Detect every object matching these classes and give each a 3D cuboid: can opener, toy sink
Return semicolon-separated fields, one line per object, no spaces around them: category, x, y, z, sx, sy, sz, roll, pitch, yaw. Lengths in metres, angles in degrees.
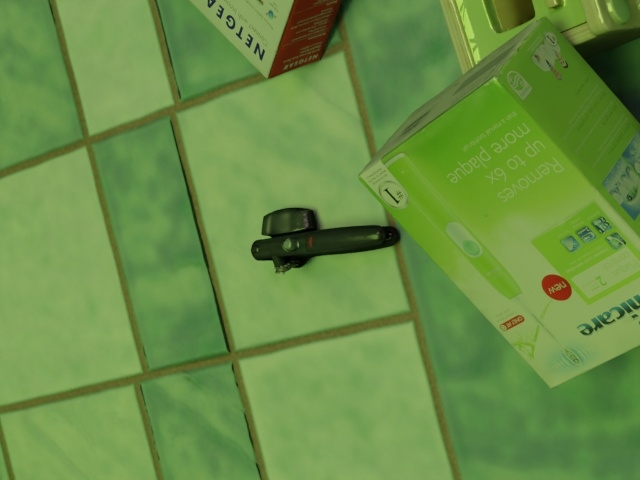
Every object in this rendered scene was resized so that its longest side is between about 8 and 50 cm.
can opener;0.000;0.000;1.857;0.186;0.059;0.073;-2;96;40
toy sink;0.235;-0.252;1.572;0.234;0.131;0.152;-19;87;40

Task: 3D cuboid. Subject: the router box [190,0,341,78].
router box;-0.091;-0.393;1.798;0.335;0.082;0.301;46;139;24

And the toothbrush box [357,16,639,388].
toothbrush box;0.211;-0.030;1.556;0.283;0.122;0.206;47;137;-9
